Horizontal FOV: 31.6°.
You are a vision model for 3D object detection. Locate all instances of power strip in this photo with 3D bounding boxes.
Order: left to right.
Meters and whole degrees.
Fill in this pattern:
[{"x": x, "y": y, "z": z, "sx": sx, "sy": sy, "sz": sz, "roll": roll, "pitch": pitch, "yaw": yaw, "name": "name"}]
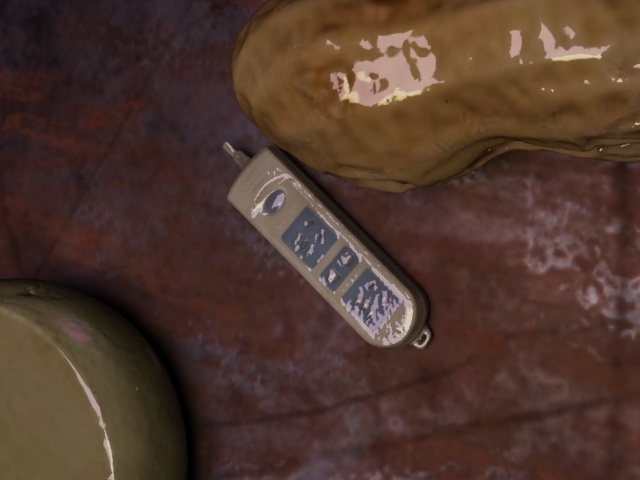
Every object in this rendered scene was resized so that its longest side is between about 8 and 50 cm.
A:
[{"x": 0.000, "y": 0.000, "z": 0.730, "sx": 0.191, "sy": 0.030, "sz": 0.047, "roll": 45, "pitch": 107, "yaw": 17, "name": "power strip"}]

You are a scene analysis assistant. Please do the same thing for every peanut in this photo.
[{"x": 0.082, "y": -0.095, "z": 0.640, "sx": 0.290, "sy": 0.130, "sz": 0.130, "roll": -4, "pitch": 89, "yaw": 26, "name": "peanut"}]

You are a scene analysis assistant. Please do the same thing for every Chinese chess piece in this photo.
[{"x": -0.212, "y": 0.151, "z": 0.789, "sx": 0.250, "sy": 0.101, "sz": 0.250, "roll": 0, "pitch": 90, "yaw": 25, "name": "Chinese chess piece"}]
